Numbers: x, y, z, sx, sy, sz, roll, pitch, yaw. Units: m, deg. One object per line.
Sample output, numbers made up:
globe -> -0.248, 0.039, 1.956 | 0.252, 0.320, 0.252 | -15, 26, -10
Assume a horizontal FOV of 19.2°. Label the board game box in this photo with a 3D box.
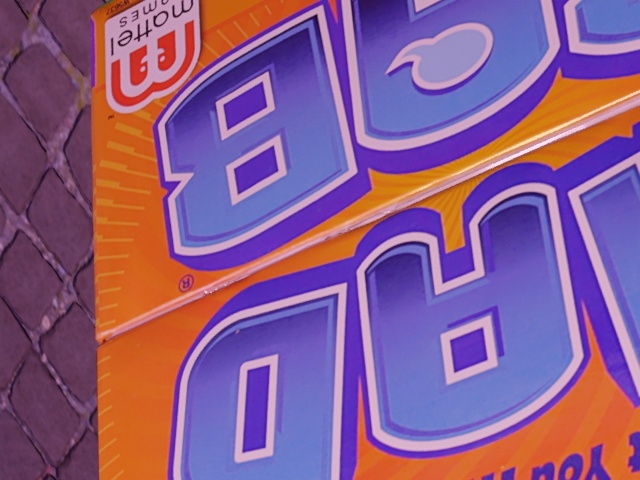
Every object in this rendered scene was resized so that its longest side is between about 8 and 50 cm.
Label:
board game box -> 0.152, 0.049, 0.814 | 0.356, 0.356, 0.356 | -24, 53, 26
